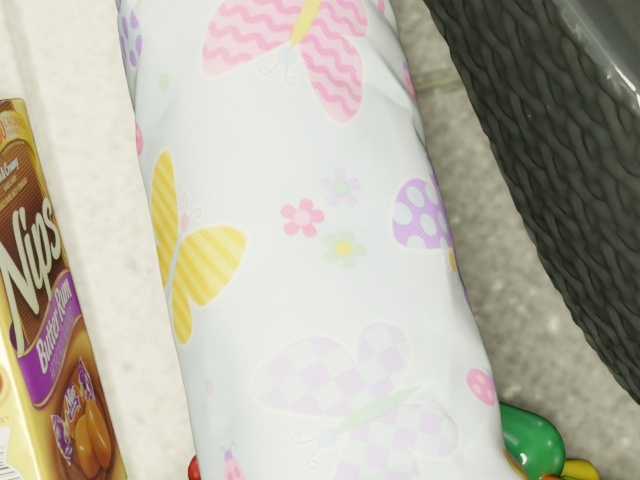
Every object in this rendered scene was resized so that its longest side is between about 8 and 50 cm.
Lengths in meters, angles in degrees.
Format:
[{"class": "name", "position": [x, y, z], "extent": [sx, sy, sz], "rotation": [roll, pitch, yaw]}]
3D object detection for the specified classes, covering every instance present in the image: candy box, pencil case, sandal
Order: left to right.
[{"class": "candy box", "position": [-0.141, 0.035, 0.695], "extent": [0.053, 0.109, 0.186], "rotation": [-15, 95, 8]}, {"class": "pencil case", "position": [0.000, 0.000, 0.628], "extent": [0.124, 0.113, 0.273], "rotation": [-6, 69, -26]}, {"class": "sandal", "position": [0.119, -0.090, 0.630], "extent": [0.107, 0.167, 0.445], "rotation": [-29, 96, -13]}]

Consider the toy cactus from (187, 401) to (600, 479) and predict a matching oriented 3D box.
[{"class": "toy cactus", "position": [0.039, 0.093, 0.700], "extent": [0.219, 0.112, 0.180], "rotation": [-1, 78, 9]}]
